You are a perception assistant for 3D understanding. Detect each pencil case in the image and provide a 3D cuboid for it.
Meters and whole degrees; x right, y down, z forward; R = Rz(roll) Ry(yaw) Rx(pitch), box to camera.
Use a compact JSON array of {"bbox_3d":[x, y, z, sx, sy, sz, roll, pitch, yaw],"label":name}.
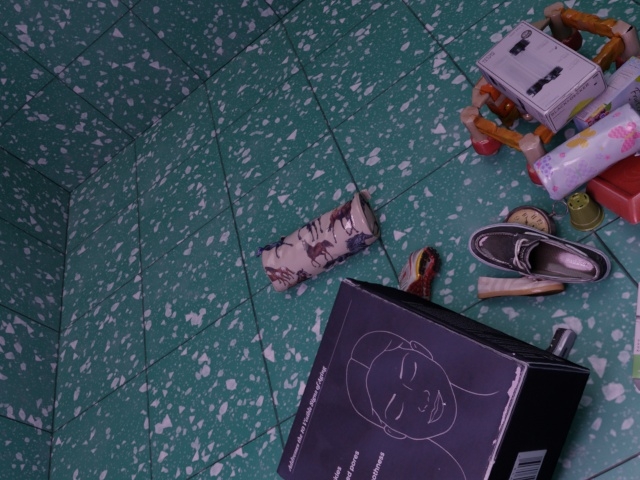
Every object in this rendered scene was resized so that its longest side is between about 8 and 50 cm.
[{"bbox_3d":[0.000,0.000,1.975,0.410,0.160,0.183,-29,60,21],"label":"pencil case"},{"bbox_3d":[0.654,-0.208,1.500,0.273,0.124,0.113,-33,34,25],"label":"pencil case"}]

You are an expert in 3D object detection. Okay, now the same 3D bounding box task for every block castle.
[{"bbox_3d":[0.630,-0.396,1.708,0.453,0.213,0.303,-51,47,1],"label":"block castle"}]

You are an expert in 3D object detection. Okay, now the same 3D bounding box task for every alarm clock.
[{"bbox_3d":[0.544,-0.034,1.581,0.192,0.064,0.129,-42,63,33],"label":"alarm clock"}]

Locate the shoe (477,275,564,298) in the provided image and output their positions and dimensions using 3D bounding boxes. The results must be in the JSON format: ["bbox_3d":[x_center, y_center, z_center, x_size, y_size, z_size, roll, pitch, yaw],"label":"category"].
[{"bbox_3d":[0.486,0.109,1.539,0.219,0.077,0.058,-9,77,39],"label":"shoe"}]

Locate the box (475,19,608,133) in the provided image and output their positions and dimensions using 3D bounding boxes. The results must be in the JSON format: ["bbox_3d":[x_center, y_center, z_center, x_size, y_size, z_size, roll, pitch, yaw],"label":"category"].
[{"bbox_3d":[0.549,-0.416,1.574,0.169,0.087,0.290,-43,47,8],"label":"box"}]

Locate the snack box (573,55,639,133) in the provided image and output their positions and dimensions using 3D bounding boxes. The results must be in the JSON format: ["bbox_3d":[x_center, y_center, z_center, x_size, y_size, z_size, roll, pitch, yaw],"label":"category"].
[{"bbox_3d":[0.752,-0.325,1.571,0.207,0.174,0.070,-45,40,5],"label":"snack box"}]

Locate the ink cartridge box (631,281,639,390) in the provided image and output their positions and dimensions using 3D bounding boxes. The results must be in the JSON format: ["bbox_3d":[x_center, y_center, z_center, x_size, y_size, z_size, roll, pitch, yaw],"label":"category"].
[{"bbox_3d":[0.729,0.195,1.264,0.160,0.092,0.219,-4,58,38],"label":"ink cartridge box"}]

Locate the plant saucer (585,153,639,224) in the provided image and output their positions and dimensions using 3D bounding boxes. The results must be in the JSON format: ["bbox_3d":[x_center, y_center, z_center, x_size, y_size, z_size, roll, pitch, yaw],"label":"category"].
[{"bbox_3d":[0.770,-0.170,1.459,0.259,0.047,0.258,-38,18,11],"label":"plant saucer"}]

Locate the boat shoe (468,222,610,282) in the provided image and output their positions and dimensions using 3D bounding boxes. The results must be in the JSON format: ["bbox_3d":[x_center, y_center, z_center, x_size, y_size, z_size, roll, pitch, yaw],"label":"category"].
[{"bbox_3d":[0.509,0.026,1.491,0.335,0.119,0.121,10,96,31],"label":"boat shoe"}]

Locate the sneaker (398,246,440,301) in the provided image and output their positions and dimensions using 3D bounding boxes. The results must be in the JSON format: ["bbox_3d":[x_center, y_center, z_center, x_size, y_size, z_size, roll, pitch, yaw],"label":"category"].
[{"bbox_3d":[0.258,0.126,1.735,0.093,0.088,0.225,-9,52,61],"label":"sneaker"}]

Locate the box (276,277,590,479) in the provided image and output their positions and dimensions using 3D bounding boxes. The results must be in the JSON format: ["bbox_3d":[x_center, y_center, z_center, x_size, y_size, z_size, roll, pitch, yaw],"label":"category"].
[{"bbox_3d":[0.214,0.388,1.310,0.472,0.297,0.479,23,95,45],"label":"box"}]

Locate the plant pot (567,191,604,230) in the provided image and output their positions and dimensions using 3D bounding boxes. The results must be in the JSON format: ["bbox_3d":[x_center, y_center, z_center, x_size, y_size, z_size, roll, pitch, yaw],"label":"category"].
[{"bbox_3d":[0.648,-0.078,1.546,0.083,0.079,0.083,-22,48,27],"label":"plant pot"}]

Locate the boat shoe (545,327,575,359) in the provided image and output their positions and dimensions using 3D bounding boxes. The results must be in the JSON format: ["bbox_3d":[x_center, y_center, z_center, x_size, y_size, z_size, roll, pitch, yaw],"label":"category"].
[{"bbox_3d":[0.530,0.261,1.421,0.040,0.049,0.142,17,65,52],"label":"boat shoe"}]
